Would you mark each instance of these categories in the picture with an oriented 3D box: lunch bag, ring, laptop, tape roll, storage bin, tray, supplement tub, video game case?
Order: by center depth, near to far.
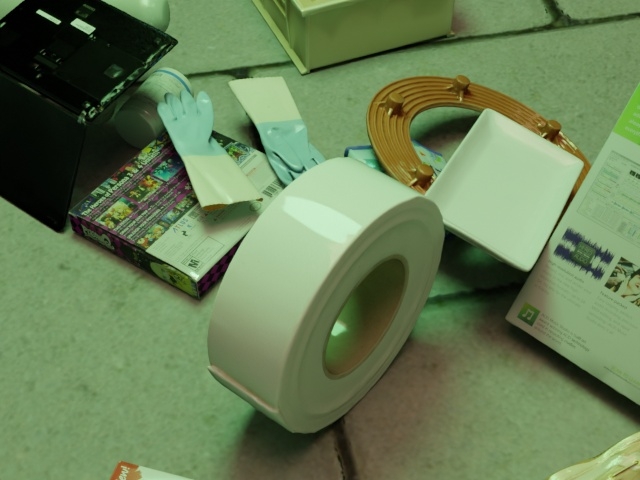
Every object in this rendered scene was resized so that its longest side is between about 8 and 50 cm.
[{"bbox_3d":[0.010,0.060,1.185,0.100,0.286,0.286,31,54,25],"label":"tape roll"},{"bbox_3d":[0.216,-0.060,1.340,0.145,0.030,0.270,32,39,6],"label":"tray"},{"bbox_3d":[0.113,-0.059,1.434,0.151,0.096,0.128,-5,47,-23],"label":"lunch bag"},{"bbox_3d":[0.219,-0.112,1.447,0.337,0.032,0.336,14,40,-12],"label":"ring"},{"bbox_3d":[-0.168,-0.050,1.452,0.210,0.041,0.232,26,51,22],"label":"video game case"},{"bbox_3d":[-0.347,-0.186,1.489,0.234,0.136,0.264,30,62,24],"label":"laptop"},{"bbox_3d":[-0.229,-0.184,1.560,0.071,0.071,0.107,19,50,17],"label":"supplement tub"},{"bbox_3d":[0.043,-0.403,1.735,0.262,0.123,0.260,-17,49,-16],"label":"storage bin"}]

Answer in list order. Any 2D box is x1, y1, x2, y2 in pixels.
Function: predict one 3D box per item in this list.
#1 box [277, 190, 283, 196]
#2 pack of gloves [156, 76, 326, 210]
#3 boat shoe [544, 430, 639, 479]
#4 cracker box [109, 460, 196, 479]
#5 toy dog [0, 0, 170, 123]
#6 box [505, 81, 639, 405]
[{"bbox_3d":[0.000,0.000,1.365,0.102,0.101,0.087,-5,46,-8],"label":"box"},{"bbox_3d":[-0.102,-0.121,1.476,0.195,0.046,0.232,-8,49,-25],"label":"pack of gloves"},{"bbox_3d":[0.309,0.248,1.164,0.170,0.063,0.059,-24,53,-9],"label":"boat shoe"},{"bbox_3d":[-0.116,0.318,1.086,0.232,0.067,0.155,11,47,11],"label":"cracker box"},{"bbox_3d":[-0.360,-0.315,1.632,0.334,0.220,0.161,27,13,17],"label":"toy dog"},{"bbox_3d":[0.381,0.012,1.240,0.232,0.322,0.058,35,15,28],"label":"box"}]
